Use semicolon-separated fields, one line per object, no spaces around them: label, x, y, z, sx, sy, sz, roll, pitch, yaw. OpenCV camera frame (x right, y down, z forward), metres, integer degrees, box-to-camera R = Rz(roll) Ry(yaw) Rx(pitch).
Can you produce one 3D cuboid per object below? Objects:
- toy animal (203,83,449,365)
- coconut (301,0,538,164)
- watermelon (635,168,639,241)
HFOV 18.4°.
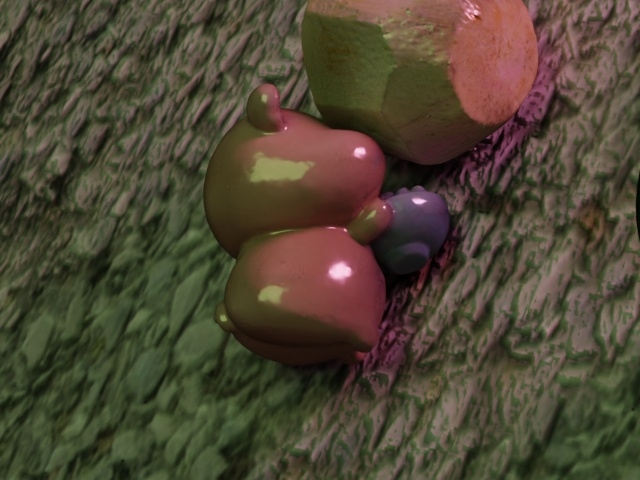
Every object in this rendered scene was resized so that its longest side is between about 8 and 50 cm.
toy animal;-0.021;0.004;1.870;0.229;0.210;0.221;31;73;6
coconut;0.089;-0.189;1.919;0.237;0.197;0.237;-19;42;18
watermelon;0.373;-0.021;1.582;0.242;0.242;0.242;-18;53;25
